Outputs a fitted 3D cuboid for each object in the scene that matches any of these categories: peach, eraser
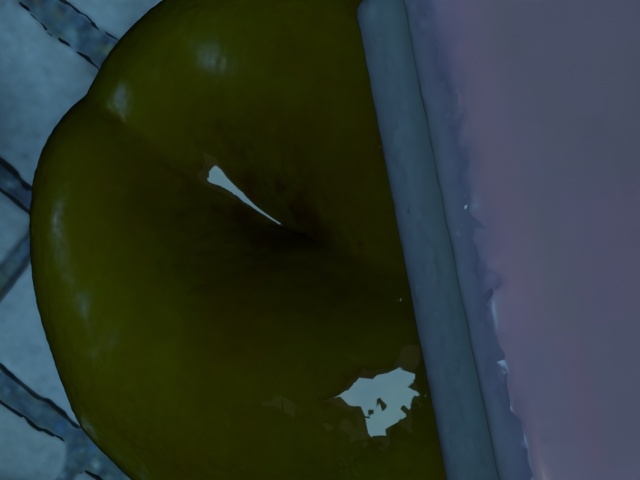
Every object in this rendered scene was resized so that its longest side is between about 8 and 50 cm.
[{"bbox_3d":[0.000,0.000,0.733,0.251,0.153,0.251,-1,84,14],"label":"peach"},{"bbox_3d":[0.177,0.059,0.588,0.272,0.122,0.359,-8,80,-10],"label":"eraser"}]
